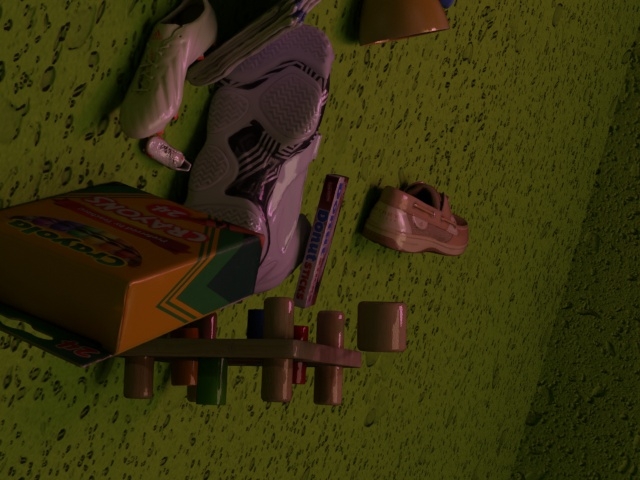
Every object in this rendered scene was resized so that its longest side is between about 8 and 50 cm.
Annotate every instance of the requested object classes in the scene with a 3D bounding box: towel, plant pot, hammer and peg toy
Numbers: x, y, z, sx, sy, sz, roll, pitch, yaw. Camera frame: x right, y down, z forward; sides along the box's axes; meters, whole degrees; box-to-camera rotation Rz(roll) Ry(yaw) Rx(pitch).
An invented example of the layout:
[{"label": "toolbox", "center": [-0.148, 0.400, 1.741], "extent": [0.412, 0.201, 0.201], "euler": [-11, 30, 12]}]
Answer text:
[{"label": "towel", "center": [-0.024, -0.287, 1.642], "extent": [0.034, 0.209, 0.285], "euler": [53, 46, -11]}, {"label": "plant pot", "center": [0.114, -0.342, 2.000], "extent": [0.134, 0.134, 0.095], "euler": [-21, 102, -62]}, {"label": "hammer and peg toy", "center": [-0.050, 0.144, 1.714], "extent": [0.266, 0.361, 0.127], "euler": [23, 68, -69]}]

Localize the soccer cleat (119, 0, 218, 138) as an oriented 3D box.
[{"label": "soccer cleat", "center": [-0.173, -0.196, 1.515], "extent": [0.076, 0.068, 0.196], "euler": [74, 35, -49]}]

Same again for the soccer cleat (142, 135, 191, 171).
[{"label": "soccer cleat", "center": [-0.179, -0.101, 1.613], "extent": [0.029, 0.036, 0.083], "euler": [-66, 158, -8]}]

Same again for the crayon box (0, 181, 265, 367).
[{"label": "crayon box", "center": [-0.220, 0.025, 1.403], "extent": [0.318, 0.202, 0.081], "euler": [-24, 130, -62]}]

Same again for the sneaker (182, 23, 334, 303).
[{"label": "sneaker", "center": [-0.072, -0.087, 1.762], "extent": [0.210, 0.137, 0.366], "euler": [49, 61, -73]}]

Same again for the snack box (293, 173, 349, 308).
[{"label": "snack box", "center": [0.000, 0.000, 1.811], "extent": [0.064, 0.022, 0.178], "euler": [-9, 115, -77]}]

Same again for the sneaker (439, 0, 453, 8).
[{"label": "sneaker", "center": [0.175, -0.441, 2.011], "extent": [0.081, 0.090, 0.232], "euler": [-101, -158, -47]}]

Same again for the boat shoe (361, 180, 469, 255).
[{"label": "boat shoe", "center": [0.189, -0.042, 2.422], "extent": [0.341, 0.122, 0.110], "euler": [-2, 112, -65]}]
